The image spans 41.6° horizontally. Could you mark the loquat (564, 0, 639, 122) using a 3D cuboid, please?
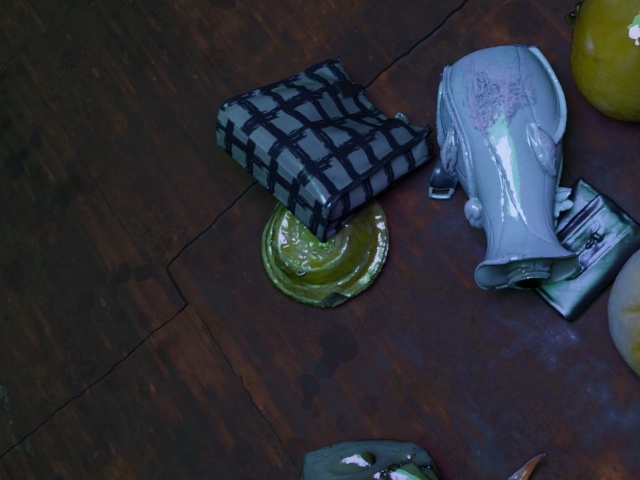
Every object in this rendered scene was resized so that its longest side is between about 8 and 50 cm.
[{"bbox_3d":[0.573,-0.360,1.523,0.274,0.275,0.275,-4,78,20],"label":"loquat"}]

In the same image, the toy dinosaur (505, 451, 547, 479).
[{"bbox_3d":[0.341,0.505,1.561,0.101,0.055,0.280,34,95,33],"label":"toy dinosaur"}]

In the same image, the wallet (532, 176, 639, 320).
[{"bbox_3d":[0.485,0.019,1.600,0.182,0.049,0.229,45,99,19],"label":"wallet"}]

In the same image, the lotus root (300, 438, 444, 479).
[{"bbox_3d":[0.093,0.492,1.622,0.313,0.142,0.210,-3,106,13],"label":"lotus root"}]

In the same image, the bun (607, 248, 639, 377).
[{"bbox_3d":[0.651,0.123,1.452,0.298,0.165,0.299,-4,79,19],"label":"bun"}]

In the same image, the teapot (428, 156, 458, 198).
[{"bbox_3d":[0.253,-0.123,1.715,0.056,0.066,0.088,19,110,7],"label":"teapot"}]

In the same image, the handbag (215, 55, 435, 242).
[{"bbox_3d":[0.011,-0.200,1.697,0.327,0.163,0.325,-35,67,-28],"label":"handbag"}]

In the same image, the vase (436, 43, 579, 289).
[{"bbox_3d":[0.349,-0.130,1.564,0.249,0.250,0.446,-12,68,19],"label":"vase"}]

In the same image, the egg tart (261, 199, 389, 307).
[{"bbox_3d":[0.000,0.000,1.758,0.290,0.115,0.291,-4,80,21],"label":"egg tart"}]
